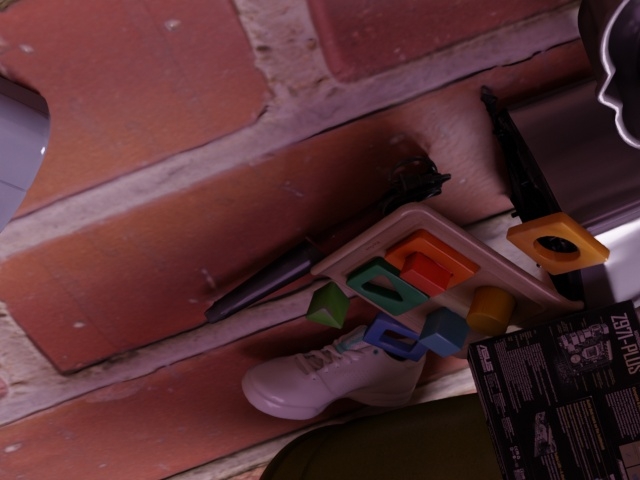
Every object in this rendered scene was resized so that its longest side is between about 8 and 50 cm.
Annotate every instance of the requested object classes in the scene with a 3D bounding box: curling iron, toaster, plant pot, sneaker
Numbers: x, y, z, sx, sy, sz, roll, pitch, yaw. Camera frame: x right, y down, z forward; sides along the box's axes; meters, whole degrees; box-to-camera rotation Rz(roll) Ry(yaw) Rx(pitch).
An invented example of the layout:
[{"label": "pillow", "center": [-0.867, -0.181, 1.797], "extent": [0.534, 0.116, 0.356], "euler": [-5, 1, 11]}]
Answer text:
[{"label": "curling iron", "center": [0.000, 0.000, 1.180], "extent": [0.274, 0.035, 0.068], "euler": [-32, 158, 17]}, {"label": "toaster", "center": [0.234, -0.041, 1.126], "extent": [0.110, 0.168, 0.186], "euler": [-23, 142, 2]}, {"label": "plant pot", "center": [0.170, 0.308, 1.287], "extent": [0.366, 0.366, 0.353], "euler": [17, 144, -35]}, {"label": "sneaker", "center": [0.019, 0.128, 1.321], "extent": [0.212, 0.080, 0.094], "euler": [-2, 134, -33]}]

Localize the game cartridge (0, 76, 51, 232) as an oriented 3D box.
[{"label": "game cartridge", "center": [-0.357, -0.032, 0.998], "extent": [0.198, 0.062, 0.297], "euler": [27, 123, -36]}]

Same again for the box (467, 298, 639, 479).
[{"label": "box", "center": [0.219, 0.158, 1.071], "extent": [0.147, 0.180, 0.077], "euler": [-17, 165, 2]}]

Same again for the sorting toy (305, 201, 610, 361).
[{"label": "sorting toy", "center": [0.107, 0.052, 1.122], "extent": [0.196, 0.047, 0.347], "euler": [29, 150, -16]}]

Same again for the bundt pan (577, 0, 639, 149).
[{"label": "bundt pan", "center": [0.349, -0.217, 0.990], "extent": [0.331, 0.124, 0.331], "euler": [-11, 139, -10]}]

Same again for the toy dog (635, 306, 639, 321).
[{"label": "toy dog", "center": [0.385, 0.119, 1.271], "extent": [0.220, 0.161, 0.334], "euler": [-26, 174, -5]}]
